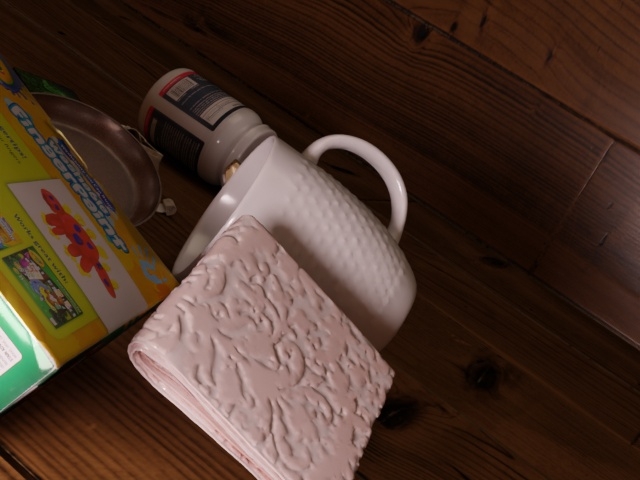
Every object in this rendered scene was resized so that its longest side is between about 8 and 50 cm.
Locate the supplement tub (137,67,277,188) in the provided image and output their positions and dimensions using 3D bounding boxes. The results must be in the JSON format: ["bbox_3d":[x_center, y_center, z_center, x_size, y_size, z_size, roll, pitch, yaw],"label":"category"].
[{"bbox_3d":[-0.251,-0.242,2.405,0.272,0.191,0.191,35,15,18],"label":"supplement tub"}]

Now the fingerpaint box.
[{"bbox_3d":[-0.400,-0.041,1.192,0.444,0.163,0.371,52,15,-2],"label":"fingerpaint box"}]

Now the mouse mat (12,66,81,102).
[{"bbox_3d":[-0.589,-0.324,2.389,0.153,0.007,0.189,19,19,-39],"label":"mouse mat"}]

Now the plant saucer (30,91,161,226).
[{"bbox_3d":[-0.412,-0.120,1.782,0.311,0.050,0.310,26,36,-21],"label":"plant saucer"}]

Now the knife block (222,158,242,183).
[{"bbox_3d":[-0.049,-0.003,1.895,0.242,0.275,0.088,-1,9,-6],"label":"knife block"}]

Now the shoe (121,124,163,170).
[{"bbox_3d":[-0.381,-0.198,2.259,0.077,0.058,0.219,19,18,-38],"label":"shoe"}]

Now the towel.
[{"bbox_3d":[-0.058,0.154,1.352,0.317,0.053,0.332,48,31,-9],"label":"towel"}]

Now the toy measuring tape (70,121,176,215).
[{"bbox_3d":[-0.391,-0.152,1.969,0.330,0.121,0.121,23,16,-27],"label":"toy measuring tape"}]

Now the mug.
[{"bbox_3d":[0.000,0.000,1.735,0.328,0.374,0.276,36,-20,-13],"label":"mug"}]
